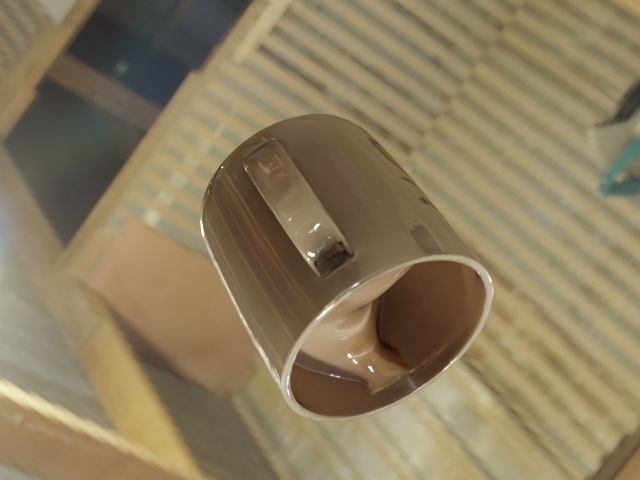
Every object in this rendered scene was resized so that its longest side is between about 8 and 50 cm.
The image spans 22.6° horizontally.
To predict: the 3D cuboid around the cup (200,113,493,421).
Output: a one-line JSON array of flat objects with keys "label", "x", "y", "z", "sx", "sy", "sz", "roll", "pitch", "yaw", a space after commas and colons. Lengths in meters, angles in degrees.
[{"label": "cup", "x": 0.000, "y": 0.000, "z": 1.307, "sx": 0.200, "sy": 0.191, "sz": 0.253, "roll": 56, "pitch": -178, "yaw": 35}]
